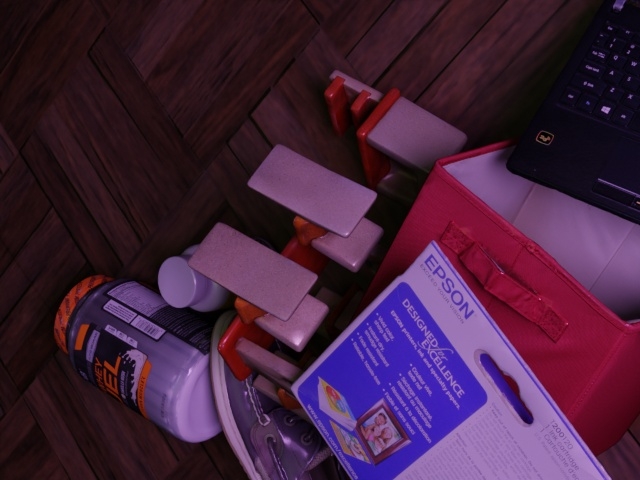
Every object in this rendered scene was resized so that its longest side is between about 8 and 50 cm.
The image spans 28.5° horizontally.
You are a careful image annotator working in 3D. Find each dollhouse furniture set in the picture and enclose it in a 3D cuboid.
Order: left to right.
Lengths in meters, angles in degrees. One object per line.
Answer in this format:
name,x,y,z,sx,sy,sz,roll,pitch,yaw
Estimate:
dollhouse furniture set,0.000,0.000,1.035,0.135,0.262,0.259,29,71,21

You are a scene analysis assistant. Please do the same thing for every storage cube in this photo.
storage cube,0.161,0.054,0.939,0.184,0.215,0.193,43,125,25

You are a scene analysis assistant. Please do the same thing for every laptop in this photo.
laptop,0.284,-0.137,0.834,0.234,0.136,0.264,25,68,22

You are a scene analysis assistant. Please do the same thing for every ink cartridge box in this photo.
ink cartridge box,0.093,0.129,0.852,0.206,0.045,0.208,55,137,14

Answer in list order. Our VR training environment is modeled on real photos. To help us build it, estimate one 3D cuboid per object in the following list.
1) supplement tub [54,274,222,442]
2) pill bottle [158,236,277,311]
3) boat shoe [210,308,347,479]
supplement tub,-0.168,0.111,1.250,0.190,0.117,0.117,25,110,33
pill bottle,-0.095,0.033,1.185,0.065,0.116,0.065,5,99,36
boat shoe,-0.020,0.195,1.163,0.092,0.103,0.285,-16,89,32
